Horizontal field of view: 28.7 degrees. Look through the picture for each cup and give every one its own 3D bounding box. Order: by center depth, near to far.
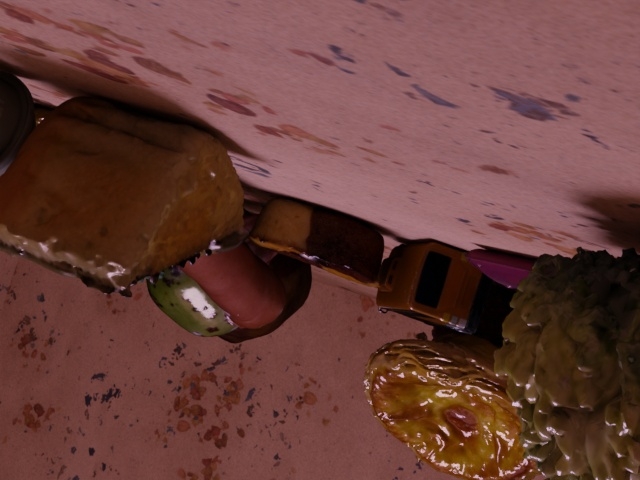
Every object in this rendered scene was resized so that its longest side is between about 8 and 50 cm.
[{"bbox_3d":[-0.351,-0.129,1.190,0.120,0.120,0.141,16,167,27],"label":"cup"}]

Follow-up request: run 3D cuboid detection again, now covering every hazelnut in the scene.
[{"bbox_3d":[-0.126,0.049,2.056,0.230,0.229,0.229,18,176,1],"label":"hazelnut"}]

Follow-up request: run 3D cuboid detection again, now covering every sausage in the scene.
[{"bbox_3d":[-0.139,0.012,1.559,0.094,0.094,0.419,-17,155,9],"label":"sausage"}]

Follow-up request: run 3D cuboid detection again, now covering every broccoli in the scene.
[{"bbox_3d":[0.276,0.150,0.958,0.293,0.280,0.348,18,-178,18],"label":"broccoli"}]

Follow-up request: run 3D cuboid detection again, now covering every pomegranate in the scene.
[{"bbox_3d":[-0.138,0.018,1.813,0.248,0.214,0.214,-29,148,29],"label":"pomegranate"}]

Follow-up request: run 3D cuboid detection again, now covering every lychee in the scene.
[{"bbox_3d":[0.256,0.147,1.815,0.188,0.188,0.188,18,176,1],"label":"lychee"}]

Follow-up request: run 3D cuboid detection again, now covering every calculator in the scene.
[{"bbox_3d":[0.267,0.051,1.438,0.190,0.034,0.127,21,173,-42],"label":"calculator"}]

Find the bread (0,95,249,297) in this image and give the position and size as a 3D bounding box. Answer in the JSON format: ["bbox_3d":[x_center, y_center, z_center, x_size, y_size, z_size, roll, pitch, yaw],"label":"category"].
[{"bbox_3d":[-0.200,-0.054,1.212,0.204,0.162,0.262,15,-162,18],"label":"bread"}]

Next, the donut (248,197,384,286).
[{"bbox_3d":[0.000,0.000,1.606,0.184,0.073,0.166,17,176,21],"label":"donut"}]

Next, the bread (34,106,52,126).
[{"bbox_3d":[-0.286,-0.110,1.483,0.149,0.065,0.188,9,169,37],"label":"bread"}]

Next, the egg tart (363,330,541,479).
[{"bbox_3d":[0.201,0.216,1.699,0.295,0.116,0.294,18,141,16],"label":"egg tart"}]

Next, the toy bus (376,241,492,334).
[{"bbox_3d":[0.141,0.059,1.606,0.114,0.098,0.201,19,175,-9],"label":"toy bus"}]

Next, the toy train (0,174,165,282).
[{"bbox_3d":[-0.288,-0.025,1.550,0.177,0.116,0.285,12,174,14],"label":"toy train"}]
